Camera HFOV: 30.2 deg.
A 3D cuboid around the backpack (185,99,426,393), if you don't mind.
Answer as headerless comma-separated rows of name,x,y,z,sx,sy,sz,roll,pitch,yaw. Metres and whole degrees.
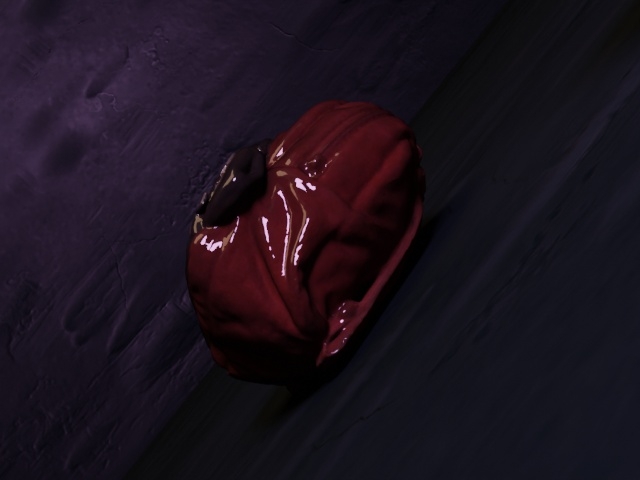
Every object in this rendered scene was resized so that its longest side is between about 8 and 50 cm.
backpack,-0.002,-0.001,0.861,0.229,0.139,0.229,-56,-14,-21
